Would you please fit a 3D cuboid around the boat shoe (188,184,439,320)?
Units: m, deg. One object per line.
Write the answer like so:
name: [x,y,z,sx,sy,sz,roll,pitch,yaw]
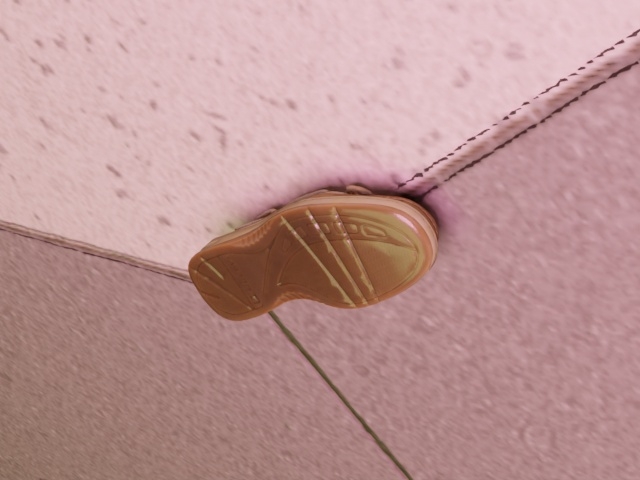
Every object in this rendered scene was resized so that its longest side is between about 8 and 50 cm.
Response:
boat shoe: [0.001,0.002,0.693,0.153,0.048,0.056,-19,108,48]
